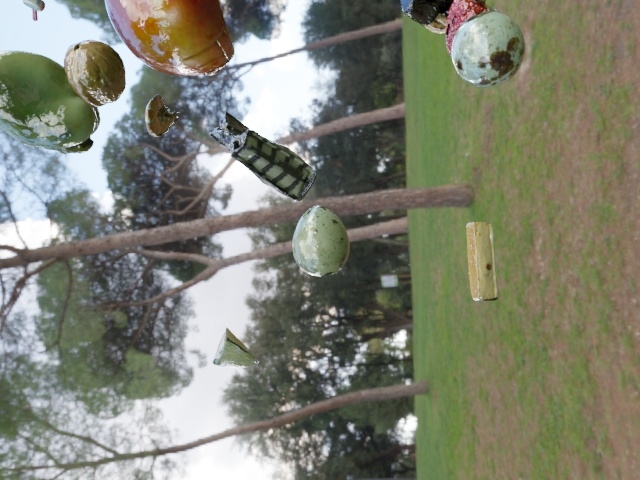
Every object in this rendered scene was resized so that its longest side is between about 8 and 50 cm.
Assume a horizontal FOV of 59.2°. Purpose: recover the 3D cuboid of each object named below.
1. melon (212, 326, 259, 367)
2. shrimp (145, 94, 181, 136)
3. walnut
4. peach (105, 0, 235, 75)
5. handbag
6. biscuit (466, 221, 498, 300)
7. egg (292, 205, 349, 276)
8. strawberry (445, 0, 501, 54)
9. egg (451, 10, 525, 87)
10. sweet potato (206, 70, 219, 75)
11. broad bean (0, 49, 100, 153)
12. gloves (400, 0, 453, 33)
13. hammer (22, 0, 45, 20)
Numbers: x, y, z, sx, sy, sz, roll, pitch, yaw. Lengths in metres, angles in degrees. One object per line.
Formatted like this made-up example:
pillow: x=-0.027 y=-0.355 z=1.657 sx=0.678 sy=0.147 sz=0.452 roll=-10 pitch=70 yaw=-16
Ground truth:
melon: x=-0.297 y=0.372 z=1.868 sx=0.202 sy=0.140 sz=0.093 roll=52 pitch=-171 yaw=-39
shrimp: x=-0.666 y=-0.536 z=2.381 sx=0.317 sy=0.062 sz=0.164 roll=-69 pitch=-16 yaw=-66
walnut: x=-0.388 y=-0.287 z=0.975 sx=0.124 sy=0.105 sz=0.105 roll=87 pitch=-176 yaw=-53
peach: x=-0.297 y=-0.456 z=1.143 sx=0.274 sy=0.246 sz=0.248 roll=61 pitch=-152 yaw=-68
handbag: x=-0.218 y=-0.310 z=2.069 sx=0.327 sy=0.162 sz=0.325 roll=31 pitch=-175 yaw=-36
biscuit: x=0.383 y=0.049 z=1.330 sx=0.052 sy=0.056 sz=0.187 roll=148 pitch=119 yaw=-80
egg: x=0.000 y=0.000 z=1.738 sx=0.177 sy=0.177 sz=0.228 roll=54 pitch=-152 yaw=-70
strawberry: x=0.451 y=-0.691 z=1.816 sx=0.174 sy=0.098 sz=0.228 roll=56 pitch=148 yaw=5
egg: x=0.400 y=-0.464 z=1.357 sx=0.231 sy=0.169 sz=0.169 roll=-83 pitch=-16 yaw=-52
sweet potato: x=-0.406 y=-0.562 z=1.707 sx=0.097 sy=0.292 sz=0.097 roll=-43 pitch=-37 yaw=-44
broad bean: x=-0.525 y=-0.252 z=1.058 sx=0.228 sy=0.169 sz=0.100 roll=50 pitch=-176 yaw=-20
gloves: x=0.433 y=-0.815 z=1.951 sx=0.197 sy=0.301 sz=0.152 roll=-54 pitch=18 yaw=36
hammer: x=-0.734 y=-0.592 z=1.447 sx=0.083 sy=0.053 sz=0.031 roll=-42 pitch=26 yaw=59
